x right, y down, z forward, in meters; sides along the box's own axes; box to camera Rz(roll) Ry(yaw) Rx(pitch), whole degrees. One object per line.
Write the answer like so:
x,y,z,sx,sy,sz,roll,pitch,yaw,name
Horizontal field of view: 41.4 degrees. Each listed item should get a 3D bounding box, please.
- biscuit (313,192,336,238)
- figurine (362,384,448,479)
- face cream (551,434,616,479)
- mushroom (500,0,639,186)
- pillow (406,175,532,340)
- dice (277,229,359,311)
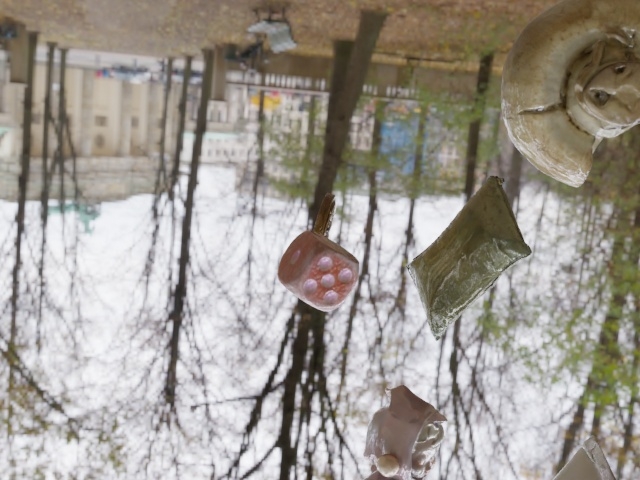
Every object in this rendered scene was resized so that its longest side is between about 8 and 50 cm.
0.000,0.000,1.519,0.026,0.175,0.124,17,-166,5,biscuit
0.128,0.394,1.477,0.133,0.276,0.200,20,179,32,figurine
0.153,0.249,0.627,0.058,0.243,0.092,7,-136,-25,face cream
0.331,-0.208,1.083,0.189,0.253,0.195,29,-166,2,mushroom
0.271,0.034,1.583,0.075,0.302,0.185,9,-132,-30,pillow
-0.003,0.045,1.268,0.091,0.094,0.093,32,-173,-27,dice
